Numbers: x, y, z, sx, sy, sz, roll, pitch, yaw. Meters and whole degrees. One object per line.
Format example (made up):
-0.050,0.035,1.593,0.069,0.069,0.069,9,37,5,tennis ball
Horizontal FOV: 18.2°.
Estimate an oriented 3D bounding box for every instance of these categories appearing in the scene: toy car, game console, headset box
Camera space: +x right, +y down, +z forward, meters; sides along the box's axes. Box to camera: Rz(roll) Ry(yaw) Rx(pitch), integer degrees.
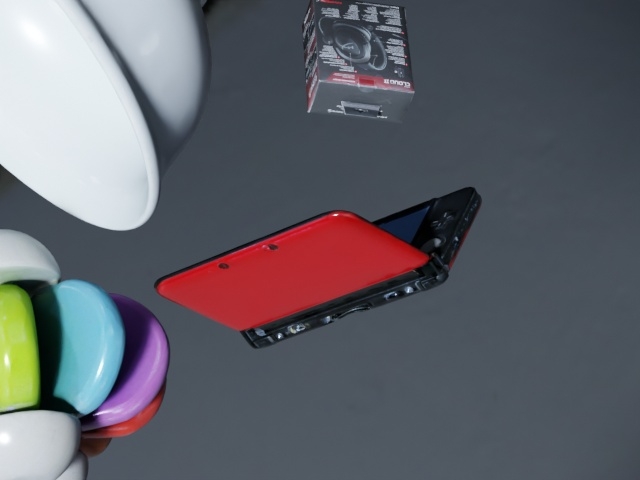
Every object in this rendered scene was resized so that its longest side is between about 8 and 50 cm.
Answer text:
-0.161,0.083,1.256,0.136,0.182,0.159,-8,68,-6,toy car
0.000,0.000,1.125,0.144,0.085,0.124,-20,26,35,game console
0.023,-0.110,1.248,0.062,0.032,0.083,5,52,-13,headset box

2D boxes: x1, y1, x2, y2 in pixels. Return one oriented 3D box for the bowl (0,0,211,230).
-0.164,-0.160,1.234,0.298,0.298,0.134,31,64,31,bowl
